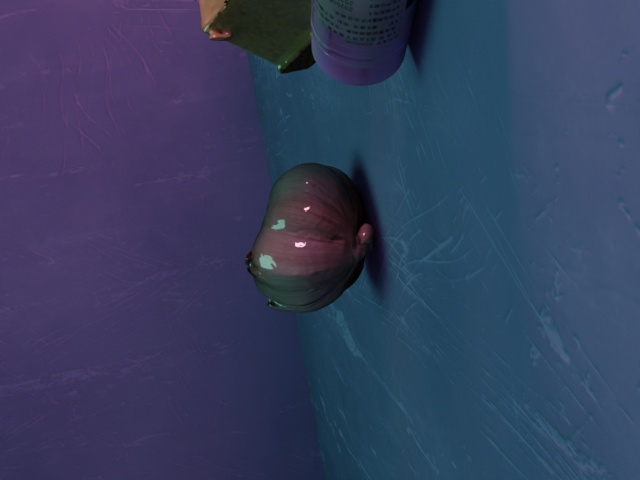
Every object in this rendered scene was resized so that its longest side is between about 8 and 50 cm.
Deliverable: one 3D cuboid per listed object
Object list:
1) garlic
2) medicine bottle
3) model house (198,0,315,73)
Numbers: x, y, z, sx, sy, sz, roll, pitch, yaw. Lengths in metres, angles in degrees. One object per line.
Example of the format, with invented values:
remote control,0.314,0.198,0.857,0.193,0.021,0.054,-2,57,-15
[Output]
garlic,-0.014,-0.004,2.251,0.322,0.241,0.322,-62,-3,-5
medicine bottle,0.063,-0.350,1.544,0.254,0.152,0.152,95,161,-64
model house,-0.062,-0.482,1.970,0.261,0.266,0.321,-42,39,30
